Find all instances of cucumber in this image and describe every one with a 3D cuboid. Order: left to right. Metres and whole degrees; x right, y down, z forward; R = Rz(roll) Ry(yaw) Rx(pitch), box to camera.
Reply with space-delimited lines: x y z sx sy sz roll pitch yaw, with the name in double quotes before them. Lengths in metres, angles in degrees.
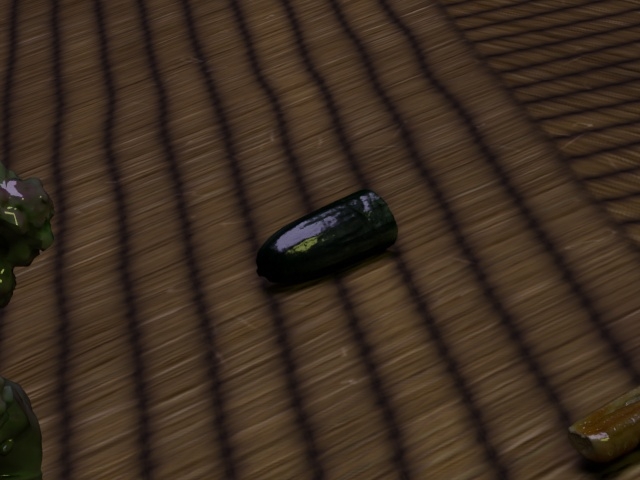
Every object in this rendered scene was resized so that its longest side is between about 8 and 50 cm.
"cucumber" 0.000 0.000 1.426 0.105 0.048 0.048 -22 24 -25

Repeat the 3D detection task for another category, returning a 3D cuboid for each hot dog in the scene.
"hot dog" 0.197 0.094 1.127 0.137 0.028 0.044 -24 26 -32

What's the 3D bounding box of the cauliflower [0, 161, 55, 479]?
"cauliflower" -0.228 0.085 1.026 0.256 0.315 0.239 -12 63 28
